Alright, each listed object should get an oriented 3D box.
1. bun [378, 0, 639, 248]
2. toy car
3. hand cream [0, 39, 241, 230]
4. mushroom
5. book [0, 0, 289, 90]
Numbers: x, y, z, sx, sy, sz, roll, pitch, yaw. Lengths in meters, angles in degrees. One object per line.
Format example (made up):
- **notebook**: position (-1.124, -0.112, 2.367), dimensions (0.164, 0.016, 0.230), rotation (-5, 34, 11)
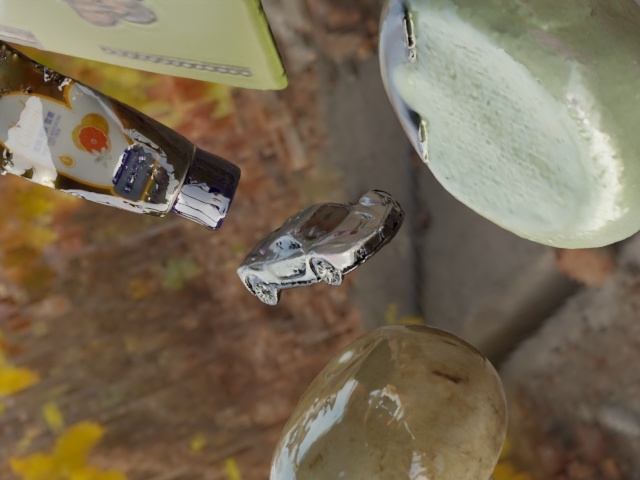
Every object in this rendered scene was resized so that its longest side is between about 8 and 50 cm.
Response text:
- **bun**: position (0.194, -0.143, 1.662), dimensions (0.293, 0.187, 0.293), rotation (38, 157, 20)
- **toy car**: position (0.000, 0.000, 0.787), dimensions (0.025, 0.041, 0.093), rotation (49, 150, -12)
- **hand cream**: position (-0.117, -0.051, 0.943), dimensions (0.039, 0.163, 0.062), rotation (-76, 12, -58)
- **mushroom**: position (0.046, 0.129, 1.217), dimensions (0.127, 0.166, 0.166), rotation (39, 170, -22)
- **book**: position (-0.160, -0.204, 1.327), dimensions (0.239, 0.035, 0.352), rotation (13, 160, 15)
